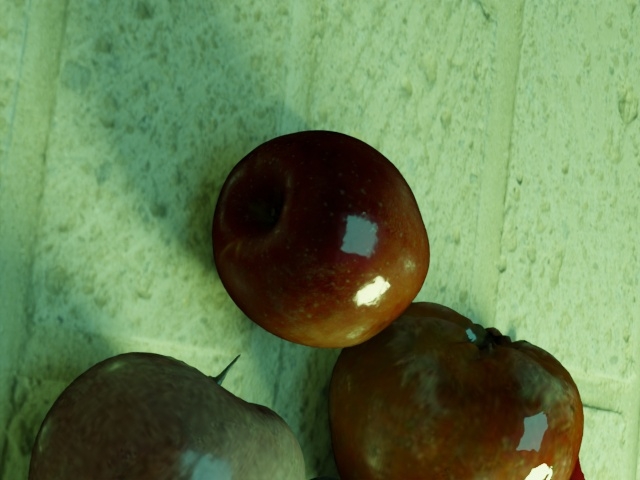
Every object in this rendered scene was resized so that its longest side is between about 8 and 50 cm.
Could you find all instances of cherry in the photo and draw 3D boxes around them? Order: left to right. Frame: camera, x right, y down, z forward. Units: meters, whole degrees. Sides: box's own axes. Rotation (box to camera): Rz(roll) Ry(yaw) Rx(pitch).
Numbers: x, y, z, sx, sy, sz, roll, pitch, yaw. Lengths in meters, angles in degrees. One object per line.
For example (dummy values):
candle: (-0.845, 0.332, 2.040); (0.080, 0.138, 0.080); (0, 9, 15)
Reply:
cherry: (-0.147, 0.238, 1.275); (0.261, 0.221, 0.307); (35, 81, -40)

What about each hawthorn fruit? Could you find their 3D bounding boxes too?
hawthorn fruit: (0.147, 0.209, 1.559); (0.284, 0.284, 0.284); (2, 87, -48)

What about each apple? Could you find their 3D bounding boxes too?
apple: (0.000, 0.000, 1.440); (0.201, 0.218, 0.218); (28, 68, -53)

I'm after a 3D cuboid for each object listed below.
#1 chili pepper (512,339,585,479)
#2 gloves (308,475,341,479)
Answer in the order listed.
chili pepper: (0.259, 0.247, 1.722); (0.110, 0.110, 0.388); (54, 13, -32)
gloves: (0.027, 0.360, 1.542); (0.119, 0.097, 0.229); (-18, 108, -7)
